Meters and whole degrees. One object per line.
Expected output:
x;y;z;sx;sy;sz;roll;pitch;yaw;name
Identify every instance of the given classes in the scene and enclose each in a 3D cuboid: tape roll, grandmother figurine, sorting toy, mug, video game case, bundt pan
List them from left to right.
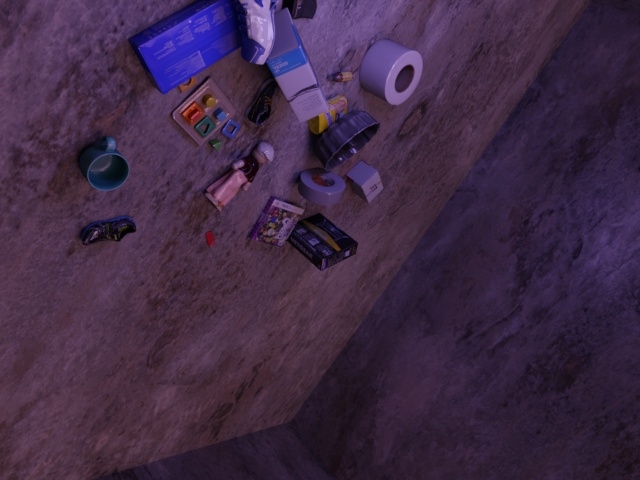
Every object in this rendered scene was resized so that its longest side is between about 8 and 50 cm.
-0.674;-0.246;1.419;0.158;0.097;0.129;-49;148;-2;mug
-0.401;-0.447;1.594;0.196;0.047;0.348;-47;148;-4;sorting toy
-0.321;-0.273;1.840;0.342;0.104;0.208;-46;176;-11;grandmother figurine
-0.210;-0.087;2.197;0.210;0.042;0.232;17;110;-48;video game case
0.005;-0.255;2.137;0.219;0.219;0.072;-19;138;-39;tape roll
0.109;-0.467;2.053;0.330;0.124;0.331;-38;175;-4;bundt pan
0.319;-0.760;2.041;0.246;0.169;0.246;-32;143;-27;tape roll

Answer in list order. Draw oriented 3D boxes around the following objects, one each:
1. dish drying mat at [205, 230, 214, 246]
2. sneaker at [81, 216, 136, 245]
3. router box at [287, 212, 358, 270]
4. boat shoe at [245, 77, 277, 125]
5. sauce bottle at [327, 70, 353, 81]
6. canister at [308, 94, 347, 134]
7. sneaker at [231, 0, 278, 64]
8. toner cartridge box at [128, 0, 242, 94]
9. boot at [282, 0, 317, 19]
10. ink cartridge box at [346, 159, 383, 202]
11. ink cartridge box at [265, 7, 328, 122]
-0.485;-0.006;1.992;0.032;0.008;0.083;-31;144;-26;dish drying mat
-0.739;-0.029;1.585;0.188;0.078;0.067;-23;140;-35;sneaker
0.000;0.000;2.314;0.242;0.308;0.081;-23;138;-34;router box
-0.207;-0.523;1.719;0.183;0.083;0.065;-55;148;8;boat shoe
0.086;-0.701;1.935;0.128;0.042;0.042;-20;138;-39;sauce bottle
0.034;-0.558;1.993;0.169;0.073;0.126;-34;146;-27;canister
-0.222;-0.708;1.347;0.182;0.127;0.316;-7;129;-40;sneaker
-0.392;-0.619;1.396;0.347;0.075;0.165;-39;148;-17;toner cartridge box
-0.050;-0.870;1.570;0.137;0.077;0.198;-23;153;-43;boot
0.243;-0.317;2.453;0.127;0.128;0.176;-45;149;-7;ink cartridge box
-0.096;-0.612;1.608;0.128;0.223;0.307;-22;149;9;ink cartridge box
